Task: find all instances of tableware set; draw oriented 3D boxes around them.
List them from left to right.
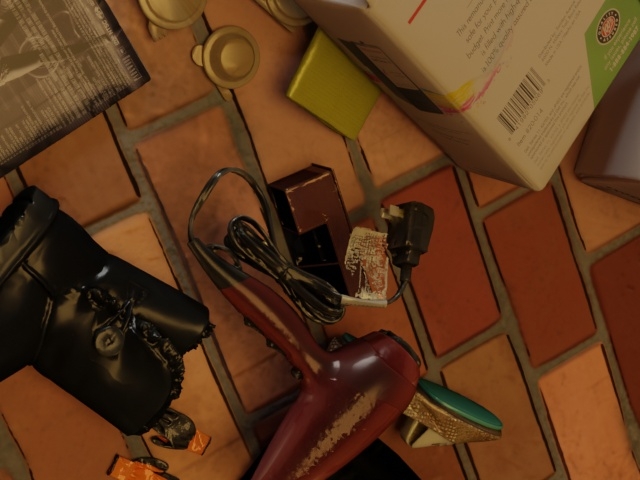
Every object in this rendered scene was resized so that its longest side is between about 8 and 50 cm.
[{"bbox_3d":[-0.075,-0.216,1.122,0.169,0.020,0.141,-46,115,-14],"label":"tableware set"}]

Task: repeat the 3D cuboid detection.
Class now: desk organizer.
[{"bbox_3d":[0.000,0.000,1.182,0.050,0.047,0.130,-24,108,-18],"label":"desk organizer"}]

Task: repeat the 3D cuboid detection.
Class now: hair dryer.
[{"bbox_3d":[-0.019,0.093,1.129,0.223,0.080,0.294,6,83,-13],"label":"hair dryer"}]

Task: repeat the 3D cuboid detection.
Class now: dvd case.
[{"bbox_3d":[-0.268,-0.141,1.041,0.221,0.018,0.165,-37,114,-17],"label":"dvd case"}]

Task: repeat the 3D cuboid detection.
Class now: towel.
[{"bbox_3d":[0.049,-0.215,1.168,0.102,0.021,0.237,30,85,-44],"label":"towel"}]

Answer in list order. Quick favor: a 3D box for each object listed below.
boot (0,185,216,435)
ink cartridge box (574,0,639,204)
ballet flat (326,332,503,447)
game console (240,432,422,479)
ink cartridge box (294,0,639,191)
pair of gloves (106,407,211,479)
[{"bbox_3d":[-0.224,0.107,1.061,0.207,0.094,0.246,40,74,-22],"label":"boot"},{"bbox_3d":[0.464,-0.198,1.280,0.285,0.166,0.395,18,91,-14],"label":"ink cartridge box"},{"bbox_3d":[0.082,0.159,1.243,0.206,0.073,0.067,30,98,-19],"label":"ballet flat"},{"bbox_3d":[-0.042,0.342,1.222,0.213,0.044,0.361,44,77,-25],"label":"game console"},{"bbox_3d":[0.118,-0.225,1.121,0.353,0.119,0.207,40,80,-39],"label":"ink cartridge box"},{"bbox_3d":[-0.144,0.193,1.164,0.074,0.010,0.083,35,82,-27],"label":"pair of gloves"}]
